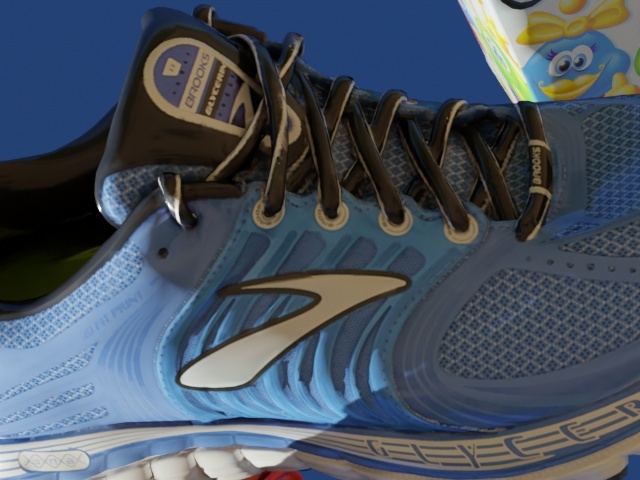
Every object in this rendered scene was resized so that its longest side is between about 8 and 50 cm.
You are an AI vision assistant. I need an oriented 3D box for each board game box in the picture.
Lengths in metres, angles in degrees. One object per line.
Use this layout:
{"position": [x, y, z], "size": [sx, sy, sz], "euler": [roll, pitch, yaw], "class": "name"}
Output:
{"position": [0.140, -0.181, 1.030], "size": [0.142, 0.275, 0.144], "euler": [-30, -131, 3], "class": "board game box"}

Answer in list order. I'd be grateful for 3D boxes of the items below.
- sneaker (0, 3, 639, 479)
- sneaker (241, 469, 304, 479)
{"position": [0.000, 0.000, 0.569], "size": [0.130, 0.330, 0.147], "euler": [-85, -22, -50], "class": "sneaker"}
{"position": [-0.061, 0.109, 0.601], "size": [0.087, 0.221, 0.128], "euler": [11, -118, 9], "class": "sneaker"}
